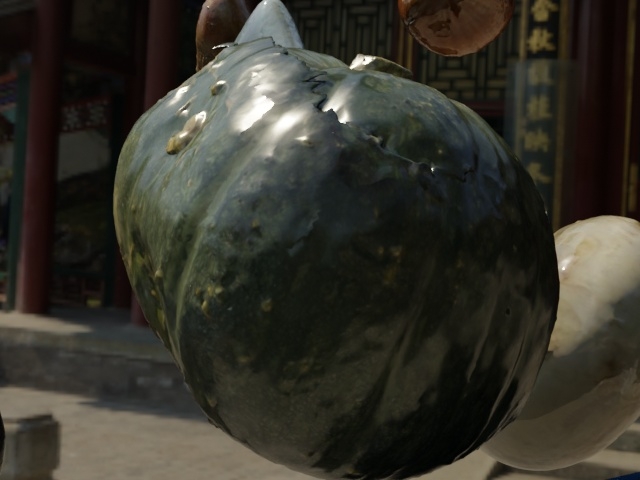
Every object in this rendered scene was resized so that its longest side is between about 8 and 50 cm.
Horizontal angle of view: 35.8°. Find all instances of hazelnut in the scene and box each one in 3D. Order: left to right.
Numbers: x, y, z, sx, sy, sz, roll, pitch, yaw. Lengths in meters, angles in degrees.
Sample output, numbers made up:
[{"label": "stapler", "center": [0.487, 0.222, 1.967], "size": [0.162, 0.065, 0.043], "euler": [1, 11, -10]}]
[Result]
[{"label": "hazelnut", "center": [0.171, -0.311, 1.261], "size": [0.150, 0.150, 0.150], "euler": [3, 0, 0]}]

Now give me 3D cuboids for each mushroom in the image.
[{"label": "mushroom", "center": [0.224, 0.077, 1.050], "size": [0.290, 0.297, 0.297], "euler": [36, 3, 4]}]

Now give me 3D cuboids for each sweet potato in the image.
[{"label": "sweet potato", "center": [-0.103, -0.177, 1.410], "size": [0.109, 0.385, 0.109], "euler": [-10, 29, 6]}]

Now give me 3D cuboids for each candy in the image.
[{"label": "candy", "center": [-0.071, -0.164, 1.092], "size": [0.071, 0.138, 0.174], "euler": [2, -33, -34]}]

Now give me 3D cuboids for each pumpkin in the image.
[{"label": "pumpkin", "center": [0.000, 0.000, 0.675], "size": [0.292, 0.257, 0.328], "euler": [15, 13, -41]}]

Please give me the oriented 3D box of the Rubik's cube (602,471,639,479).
[{"label": "Rubik's cube", "center": [0.149, 0.307, 0.602], "size": [0.259, 0.254, 0.260], "euler": [-23, -14, -13]}]

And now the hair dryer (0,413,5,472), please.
[{"label": "hair dryer", "center": [-0.538, 0.231, 1.262], "size": [0.272, 0.235, 0.091], "euler": [-10, -18, 3]}]
